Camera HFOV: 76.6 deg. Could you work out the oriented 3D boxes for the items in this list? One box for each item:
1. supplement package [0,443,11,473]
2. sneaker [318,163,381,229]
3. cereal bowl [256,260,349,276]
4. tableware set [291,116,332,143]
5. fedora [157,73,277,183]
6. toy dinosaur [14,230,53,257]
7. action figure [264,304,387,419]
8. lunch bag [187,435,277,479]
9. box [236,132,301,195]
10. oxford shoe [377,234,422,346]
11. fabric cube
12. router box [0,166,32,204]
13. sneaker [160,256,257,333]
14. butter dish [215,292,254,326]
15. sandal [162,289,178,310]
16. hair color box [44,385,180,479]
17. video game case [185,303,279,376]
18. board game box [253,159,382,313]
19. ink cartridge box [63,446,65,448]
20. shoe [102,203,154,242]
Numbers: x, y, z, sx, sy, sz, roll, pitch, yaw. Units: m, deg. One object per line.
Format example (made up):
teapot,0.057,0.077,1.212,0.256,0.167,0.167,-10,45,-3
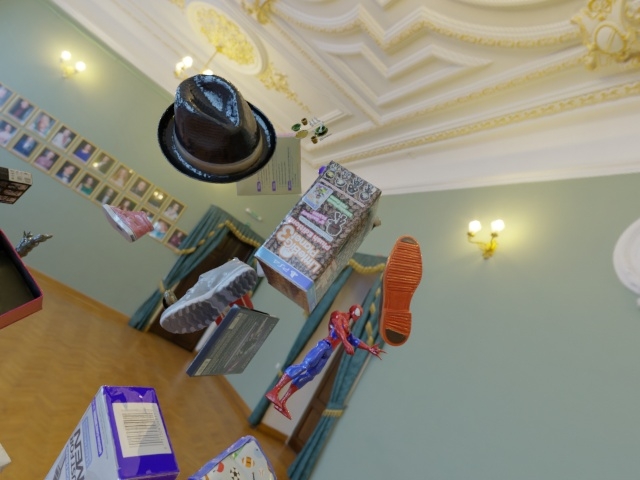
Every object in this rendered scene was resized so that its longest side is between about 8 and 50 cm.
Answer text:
supplement package,-1.028,0.672,1.131,0.139,0.244,0.134,45,9,14
sneaker,0.056,-0.121,1.328,0.293,0.146,0.102,51,-1,23
cereal bowl,-0.070,0.045,1.492,0.338,0.141,0.339,-7,-7,-1
tableware set,-0.036,-0.360,1.318,0.154,0.104,0.024,58,-2,45
fedora,-0.273,-0.311,1.043,0.334,0.334,0.152,28,-27,11
toy dinosaur,-1.139,0.037,1.544,0.064,0.268,0.118,47,3,-39
action figure,0.030,0.254,0.847,0.139,0.280,0.091,21,-33,34
lunch bag,-0.314,0.948,1.437,0.238,0.386,0.327,-14,-4,27
box,-0.194,-0.286,1.514,0.242,0.214,0.117,-3,21,-5
oxford shoe,0.249,0.161,1.368,0.129,0.364,0.133,14,-5,-9
fabric cube,-1.056,0.149,1.255,0.258,0.254,0.259,-26,-85,53
router box,-0.972,-0.168,1.182,0.133,0.046,0.179,-28,-21,26
sneaker,-0.313,0.151,1.124,0.115,0.281,0.105,38,-27,44
butter dish,-0.368,0.244,1.600,0.118,0.159,0.160,32,-33,49
sandal,-0.479,0.203,1.291,0.072,0.049,0.180,59,-17,12
hair color box,-0.390,0.442,0.694,0.110,0.339,0.185,22,15,-44
video game case,-0.218,0.270,1.074,0.026,0.196,0.274,33,-5,20
board game box,0.000,0.000,0.981,0.141,0.291,0.232,34,-16,13
ink cartridge box,-0.688,0.743,1.221,0.234,0.088,0.193,44,-22,56
shoe,-0.584,-0.065,1.231,0.178,0.081,0.064,36,-40,26
